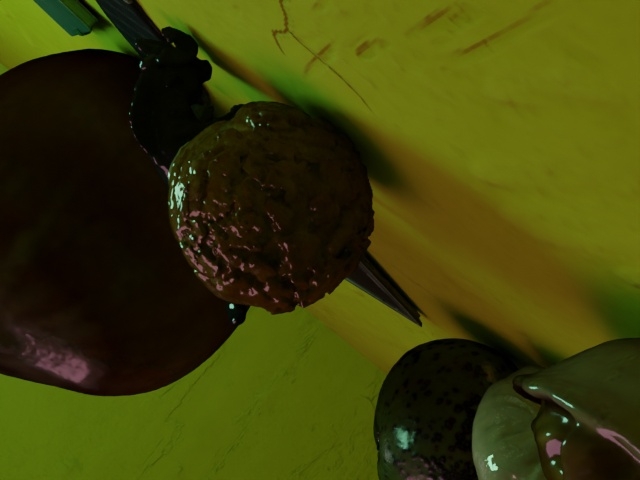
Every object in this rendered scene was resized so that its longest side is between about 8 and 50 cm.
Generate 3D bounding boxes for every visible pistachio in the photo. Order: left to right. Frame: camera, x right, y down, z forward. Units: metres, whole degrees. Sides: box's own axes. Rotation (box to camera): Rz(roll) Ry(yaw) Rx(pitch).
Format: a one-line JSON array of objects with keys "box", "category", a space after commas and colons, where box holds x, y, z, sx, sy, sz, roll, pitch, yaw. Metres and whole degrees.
[{"box": [0.189, 0.124, 0.553, 0.165, 0.130, 0.210, 27, -175, 20], "category": "pistachio"}]

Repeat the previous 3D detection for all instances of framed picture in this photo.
[{"box": [0.000, 0.000, 1.143, 0.216, 0.016, 0.273, 32, 171, 39], "category": "framed picture"}]

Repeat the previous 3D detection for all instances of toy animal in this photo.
[{"box": [-0.092, -0.049, 0.754, 0.148, 0.085, 0.232, -18, -85, -60], "category": "toy animal"}]

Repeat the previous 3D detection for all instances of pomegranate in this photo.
[{"box": [0.180, 0.213, 0.987, 0.248, 0.214, 0.214, 4, 171, 2], "category": "pomegranate"}]

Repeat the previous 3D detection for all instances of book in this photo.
[{"box": [-0.275, -0.249, 0.959, 0.103, 0.017, 0.135, 44, 171, -23], "category": "book"}]

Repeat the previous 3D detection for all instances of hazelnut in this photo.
[{"box": [-0.235, -0.011, 0.982, 0.366, 0.365, 0.366, 38, 173, 5], "category": "hazelnut"}]

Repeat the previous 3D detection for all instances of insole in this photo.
[{"box": [-0.167, -0.193, 0.800, 0.110, 0.012, 0.309, 37, 174, 19], "category": "insole"}]

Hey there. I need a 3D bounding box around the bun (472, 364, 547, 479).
[{"box": [0.222, 0.187, 0.817, 0.183, 0.102, 0.183, 23, -139, -22], "category": "bun"}]

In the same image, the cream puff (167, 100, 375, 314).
[{"box": [-0.026, -0.023, 0.660, 0.115, 0.150, 0.165, 9, -162, 42], "category": "cream puff"}]
